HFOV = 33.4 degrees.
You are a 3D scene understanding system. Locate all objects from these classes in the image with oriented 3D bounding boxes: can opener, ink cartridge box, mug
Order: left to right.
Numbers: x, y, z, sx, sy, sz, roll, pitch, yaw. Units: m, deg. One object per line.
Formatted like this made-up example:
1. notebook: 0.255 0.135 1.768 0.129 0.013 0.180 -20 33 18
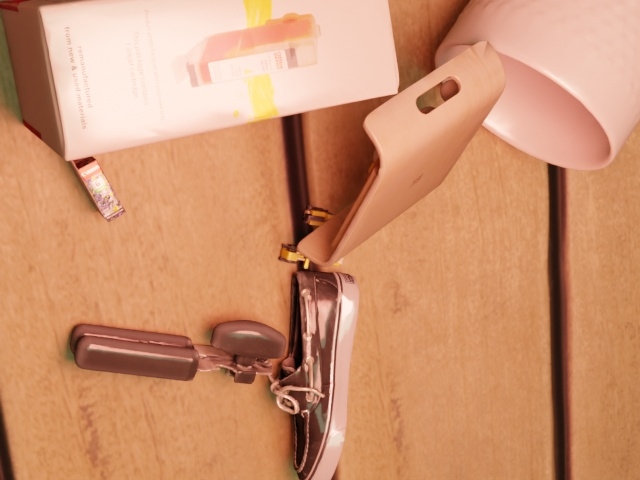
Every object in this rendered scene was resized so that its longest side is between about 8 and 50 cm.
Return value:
1. ink cartridge box: -0.285 -0.082 1.319 0.029 0.063 0.115 -31 114 -13
2. can opener: -0.187 0.140 1.417 0.280 0.074 0.093 6 106 -23
3. ink cartridge box: -0.144 -0.222 1.228 0.384 0.279 0.160 -13 107 -21
4. mug: 0.372 -0.285 1.478 0.328 0.276 0.374 -56 148 -10

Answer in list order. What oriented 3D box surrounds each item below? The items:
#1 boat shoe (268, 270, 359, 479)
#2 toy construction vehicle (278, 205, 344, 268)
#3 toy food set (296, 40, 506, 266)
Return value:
1. boat shoe: -0.019 0.194 1.488 0.105 0.113 0.306 6 98 -19
2. toy construction vehicle: 0.000 0.000 1.487 0.098 0.035 0.086 12 98 -27
3. toy food set: 0.090 -0.107 1.352 0.219 0.306 0.092 -35 75 -30
